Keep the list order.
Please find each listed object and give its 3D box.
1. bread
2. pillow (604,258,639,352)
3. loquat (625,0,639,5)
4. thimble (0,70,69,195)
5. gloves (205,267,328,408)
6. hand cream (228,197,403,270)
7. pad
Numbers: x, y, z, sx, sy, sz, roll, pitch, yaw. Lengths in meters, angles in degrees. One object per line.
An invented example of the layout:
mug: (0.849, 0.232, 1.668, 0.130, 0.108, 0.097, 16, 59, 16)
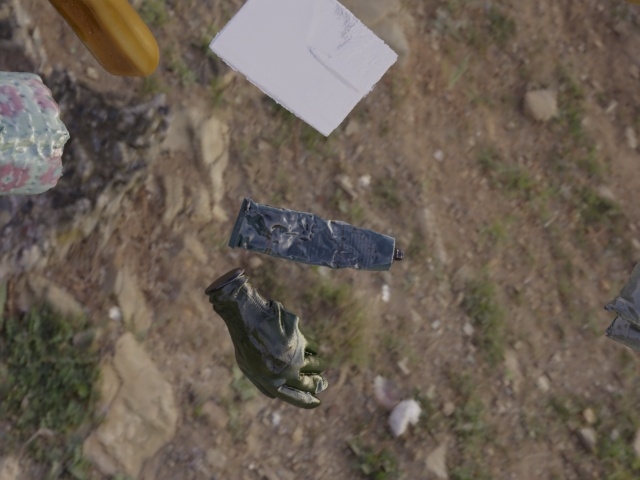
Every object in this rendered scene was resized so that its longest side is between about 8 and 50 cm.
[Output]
bread: (-0.296, -0.307, 1.620, 0.092, 0.239, 0.074, 6, 71, 15)
pillow: (0.334, 0.060, 0.956, 0.181, 0.078, 0.134, 28, 70, 16)
loquat: (0.486, -0.424, 1.739, 0.137, 0.163, 0.163, -17, 70, -13)
thimble: (-0.476, -0.157, 1.748, 0.149, 0.211, 0.185, -3, 103, -38)
gloves: (-0.077, 0.159, 1.794, 0.268, 0.135, 0.107, 50, 27, -24)
hand cream: (0.000, 0.000, 1.660, 0.248, 0.052, 0.075, 11, 92, -16)
pad: (-0.018, -0.248, 1.556, 0.232, 0.156, 0.004, 35, 14, -35)
